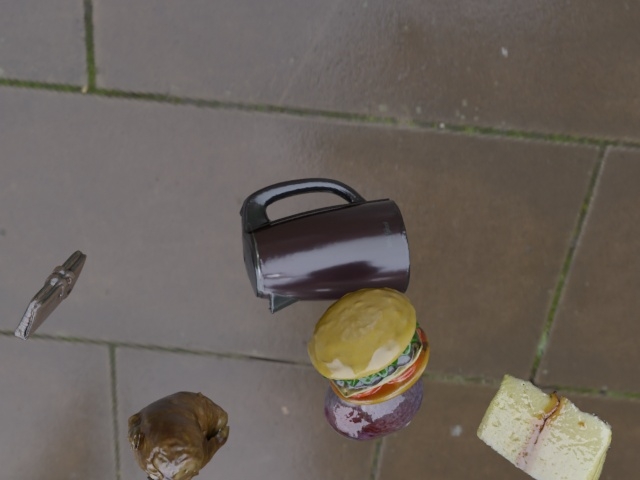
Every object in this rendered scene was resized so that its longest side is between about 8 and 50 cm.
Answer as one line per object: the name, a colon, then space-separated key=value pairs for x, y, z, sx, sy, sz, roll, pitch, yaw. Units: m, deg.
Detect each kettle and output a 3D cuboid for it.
kettle: x=0.000 y=0.000 z=1.468 sx=0.232 sy=0.202 sz=0.144 roll=-7 pitch=167 yaw=-10

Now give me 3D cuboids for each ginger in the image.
ginger: x=-0.280 y=0.380 z=1.869 sx=0.172 sy=0.321 sz=0.165 roll=-1 pitch=95 yaw=6

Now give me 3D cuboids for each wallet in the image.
wallet: x=-0.448 y=0.091 z=1.654 sx=0.039 sy=0.153 sz=0.118 roll=35 pitch=134 yaw=0

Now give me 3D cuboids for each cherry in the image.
cherry: x=0.085 y=0.246 z=1.567 sx=0.176 sy=0.176 sz=0.140 roll=-34 pitch=98 yaw=26

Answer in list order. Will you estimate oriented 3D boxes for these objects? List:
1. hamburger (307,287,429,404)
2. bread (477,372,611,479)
hamburger: x=0.064 y=0.140 z=1.304 sx=0.162 sy=0.162 sz=0.115 roll=-18 pitch=125 yaw=17
bread: x=0.446 y=0.355 z=1.886 sx=0.240 sy=0.135 sz=0.178 roll=31 pitch=114 yaw=23
